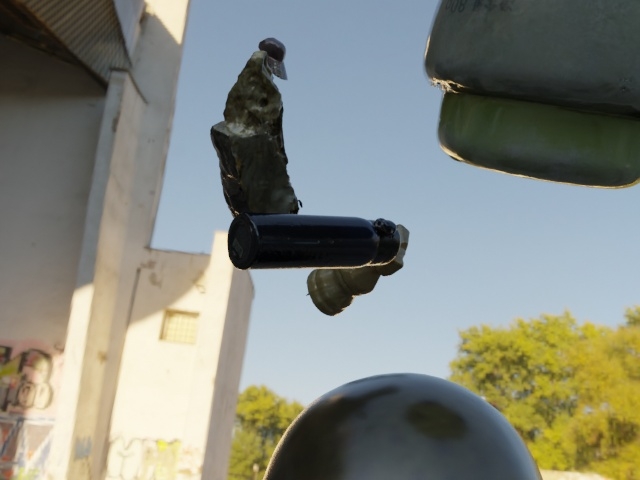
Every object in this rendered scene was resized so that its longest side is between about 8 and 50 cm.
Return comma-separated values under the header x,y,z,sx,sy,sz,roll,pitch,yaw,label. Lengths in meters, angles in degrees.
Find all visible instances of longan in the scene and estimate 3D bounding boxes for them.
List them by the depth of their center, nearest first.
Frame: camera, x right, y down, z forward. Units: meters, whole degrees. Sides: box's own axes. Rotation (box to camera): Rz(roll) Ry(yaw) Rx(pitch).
x,y,z,sx,sy,sz,roll,pitch,yaw,label
0.084,0.317,0.769,0.361,0.361,0.361,6,-20,2,longan

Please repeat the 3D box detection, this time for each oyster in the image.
x,y,z,sx,sy,sz,roll,pitch,yaw,label
-0.103,-0.116,1.038,0.110,0.166,0.341,-17,-39,-14,oyster

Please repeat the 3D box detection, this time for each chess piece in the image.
x,y,z,sx,sy,sz,roll,pitch,yaw,label
0.104,0.070,1.711,0.137,0.137,0.301,22,-44,-36,chess piece

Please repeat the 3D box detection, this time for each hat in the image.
x,y,z,sx,sy,sz,roll,pitch,yaw,label
-0.078,-0.346,1.287,0.042,0.087,0.058,-33,6,22,hat

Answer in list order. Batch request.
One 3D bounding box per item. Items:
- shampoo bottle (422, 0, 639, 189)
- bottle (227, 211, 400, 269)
x,y,z,sx,sy,sz,roll,pitch,yaw,label
0.288,-0.231,0.817,0.323,0.317,0.322,6,13,-1,shampoo bottle
0.000,0.000,0.899,0.244,0.072,0.082,2,-42,-38,bottle
